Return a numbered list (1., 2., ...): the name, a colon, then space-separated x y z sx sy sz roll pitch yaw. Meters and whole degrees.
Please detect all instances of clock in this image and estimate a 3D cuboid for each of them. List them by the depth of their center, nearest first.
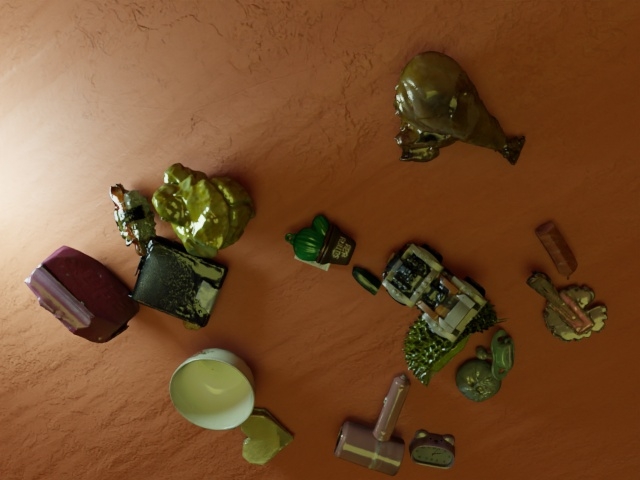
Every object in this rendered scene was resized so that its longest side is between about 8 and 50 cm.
1. clock: 0.375 0.695 2.036 0.153 0.050 0.110 9 114 3

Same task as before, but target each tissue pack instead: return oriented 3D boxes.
1. tissue pack: -0.019 0.046 1.822 0.108 0.023 0.056 23 113 -3

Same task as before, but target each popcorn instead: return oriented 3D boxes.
1. popcorn: -0.328 -0.083 1.701 0.277 0.225 0.276 8 118 16

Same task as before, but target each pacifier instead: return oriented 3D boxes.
1. pacifier: 0.528 0.341 1.852 0.117 0.127 0.150 -2 99 47

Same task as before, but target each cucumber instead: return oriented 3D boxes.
1. cucumber: 0.133 0.116 1.820 0.105 0.048 0.048 38 112 -9

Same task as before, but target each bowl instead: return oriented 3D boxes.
1. bowl: -0.333 0.459 1.975 0.277 0.145 0.276 2 114 5

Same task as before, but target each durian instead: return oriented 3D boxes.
1. durian: 0.375 0.291 1.850 0.169 0.158 0.351 19 120 -40

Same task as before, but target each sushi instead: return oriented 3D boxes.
1. sushi: -0.538 -0.065 1.794 0.103 0.097 0.225 -14 94 21

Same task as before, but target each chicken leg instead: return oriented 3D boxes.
1. chicken leg: 0.336 -0.290 1.581 0.410 0.182 0.295 25 124 -21

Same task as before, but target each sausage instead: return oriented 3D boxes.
1. sausage: 0.664 0.031 1.706 0.065 0.065 0.169 -31 107 18

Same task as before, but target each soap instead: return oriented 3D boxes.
1. soap: -0.711 0.170 1.860 0.127 0.220 0.324 -34 104 24

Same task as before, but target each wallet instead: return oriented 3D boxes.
1. wallet: -0.436 0.127 1.866 0.262 0.071 0.220 23 104 -2

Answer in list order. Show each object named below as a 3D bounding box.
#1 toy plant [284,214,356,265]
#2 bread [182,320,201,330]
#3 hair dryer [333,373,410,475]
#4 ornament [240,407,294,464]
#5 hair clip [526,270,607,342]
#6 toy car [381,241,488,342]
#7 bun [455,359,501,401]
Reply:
1. toy plant: 0.000 0.000 1.756 0.201 0.105 0.142 21 88 4
2. bread: -0.402 0.248 1.947 0.081 0.046 0.083 -30 108 24
3. hair dryer: 0.194 0.577 1.989 0.211 0.125 0.352 18 104 1
4. ornament: -0.180 0.669 2.095 0.180 0.059 0.201 2 111 3
5. hair clip: 0.689 0.174 1.760 0.173 0.069 0.300 -40 113 22
6. toy car: 0.310 0.142 1.732 0.301 0.118 0.193 40 104 15
7. bun: 0.488 0.439 1.894 0.141 0.083 0.140 4 115 8
